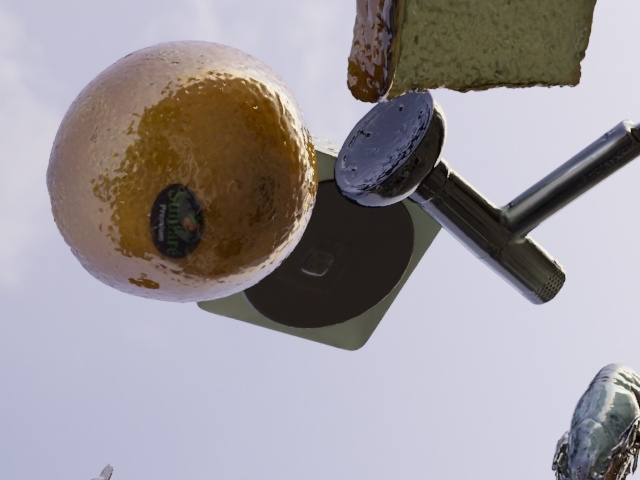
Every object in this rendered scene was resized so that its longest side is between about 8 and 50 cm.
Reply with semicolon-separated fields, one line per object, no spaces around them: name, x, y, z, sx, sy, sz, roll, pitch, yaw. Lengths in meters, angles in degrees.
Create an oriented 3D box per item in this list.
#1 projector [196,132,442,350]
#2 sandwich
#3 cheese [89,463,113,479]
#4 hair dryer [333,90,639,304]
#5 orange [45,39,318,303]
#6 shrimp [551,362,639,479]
projector;0.000;0.000;1.900;0.257;0.079;0.259;18;-62;-30
sandwich;0.149;-0.247;1.435;0.251;0.087;0.226;-10;-60;-31
cheese;-0.294;0.370;1.670;0.069;0.177;0.270;28;-99;-11
hair dryer;0.223;-0.099;1.773;0.320;0.156;0.284;29;-73;-26
orange;-0.138;-0.067;1.517;0.274;0.274;0.274;-14;-69;-43
shrimp;0.244;0.191;1.339;0.079;0.090;0.233;57;-140;-18
